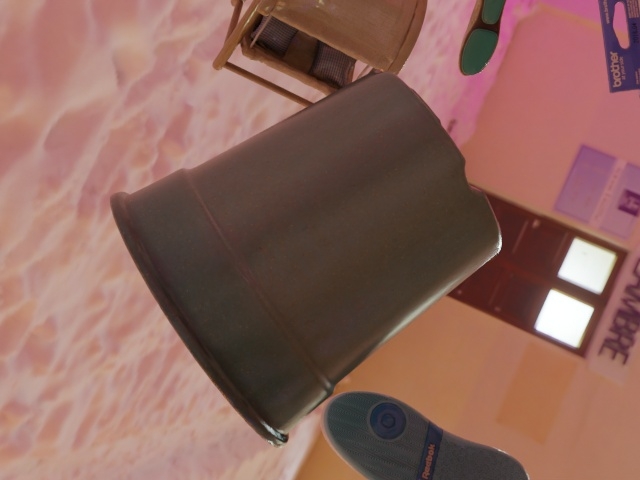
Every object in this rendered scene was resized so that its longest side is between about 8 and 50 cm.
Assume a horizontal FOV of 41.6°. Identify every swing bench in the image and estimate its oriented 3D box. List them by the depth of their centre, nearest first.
[{"bbox_3d":[-0.002,-0.349,1.383,0.254,0.253,0.165,-31,-137,55],"label":"swing bench"}]

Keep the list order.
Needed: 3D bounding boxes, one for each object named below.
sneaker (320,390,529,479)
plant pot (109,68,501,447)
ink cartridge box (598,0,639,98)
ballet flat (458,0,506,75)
[{"bbox_3d":[0.129,0.334,1.263,0.127,0.319,0.208,-64,-177,-22],"label":"sneaker"},{"bbox_3d":[0.000,0.000,0.961,0.334,0.341,0.341,-33,165,-2],"label":"plant pot"},{"bbox_3d":[0.525,-0.294,1.118,0.065,0.311,0.186,43,41,-84],"label":"ink cartridge box"},{"bbox_3d":[0.264,-0.348,1.361,0.052,0.057,0.168,-98,-155,-66],"label":"ballet flat"}]
